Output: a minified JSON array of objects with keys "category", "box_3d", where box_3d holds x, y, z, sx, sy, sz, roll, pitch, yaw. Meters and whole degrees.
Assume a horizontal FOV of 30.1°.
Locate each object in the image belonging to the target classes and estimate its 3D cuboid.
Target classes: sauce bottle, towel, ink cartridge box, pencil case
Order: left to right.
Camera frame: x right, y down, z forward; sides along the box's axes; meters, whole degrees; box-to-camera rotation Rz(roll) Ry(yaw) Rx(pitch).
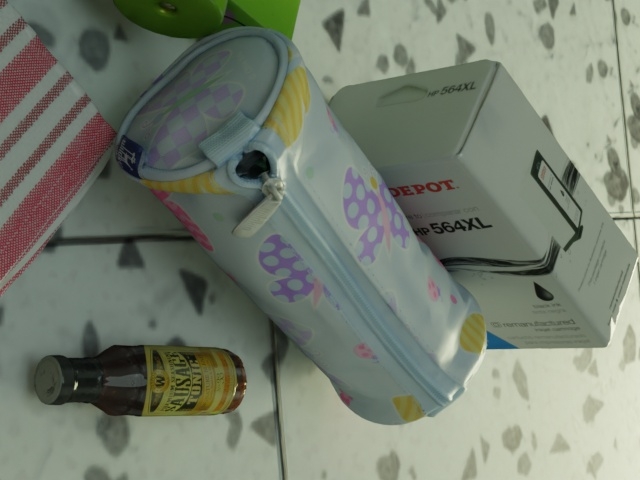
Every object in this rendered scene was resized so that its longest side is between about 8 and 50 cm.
[{"category":"towel","box_3d":[-0.200,-0.070,0.589,0.197,0.029,0.144,52,51,-27]},{"category":"sauce bottle","box_3d":[-0.099,0.079,0.666,0.128,0.042,0.042,4,82,-47]},{"category":"pencil case","box_3d":[0.000,0.000,0.705,0.113,0.124,0.273,-48,132,-11]},{"category":"ink cartridge box","box_3d":[0.100,-0.016,0.815,0.203,0.148,0.086,46,56,-32]}]

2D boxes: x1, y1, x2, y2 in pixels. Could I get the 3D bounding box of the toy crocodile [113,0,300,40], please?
[{"category":"toy crocodile","box_3d":[-0.127,-0.195,0.639,0.340,0.105,0.115,27,66,-47]}]
